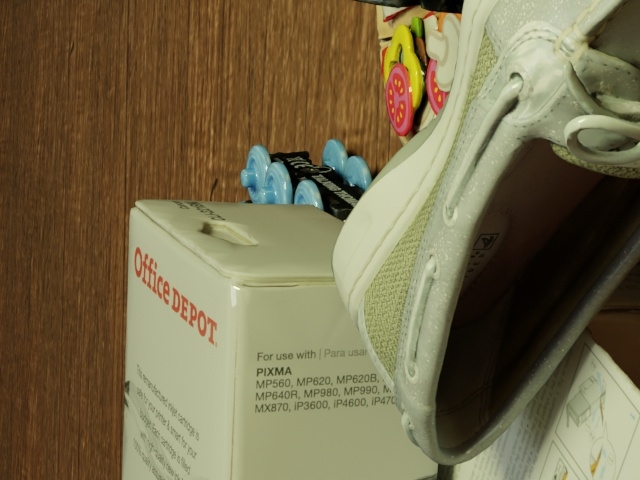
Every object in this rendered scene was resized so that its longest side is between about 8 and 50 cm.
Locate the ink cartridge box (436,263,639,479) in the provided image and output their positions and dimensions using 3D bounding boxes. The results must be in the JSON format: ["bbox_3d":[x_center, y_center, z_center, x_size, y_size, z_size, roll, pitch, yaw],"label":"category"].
[{"bbox_3d":[0.105,0.145,0.762,0.239,0.060,0.275,-122,39,-54],"label":"ink cartridge box"}]

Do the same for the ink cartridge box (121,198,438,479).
[{"bbox_3d":[-0.029,0.126,0.860,0.197,0.114,0.273,-149,59,-66],"label":"ink cartridge box"}]

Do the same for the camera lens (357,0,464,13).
[{"bbox_3d":[0.064,-0.235,0.659,0.219,0.219,0.274,-140,55,-64],"label":"camera lens"}]

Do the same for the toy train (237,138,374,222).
[{"bbox_3d":[0.000,0.000,1.026,0.184,0.080,0.105,-142,50,-65],"label":"toy train"}]

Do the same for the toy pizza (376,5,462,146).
[{"bbox_3d":[0.066,-0.135,0.916,0.201,0.032,0.201,-179,90,-69],"label":"toy pizza"}]

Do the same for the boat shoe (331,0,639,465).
[{"bbox_3d":[0.098,-0.028,0.612,0.320,0.118,0.103,-54,44,48],"label":"boat shoe"}]
